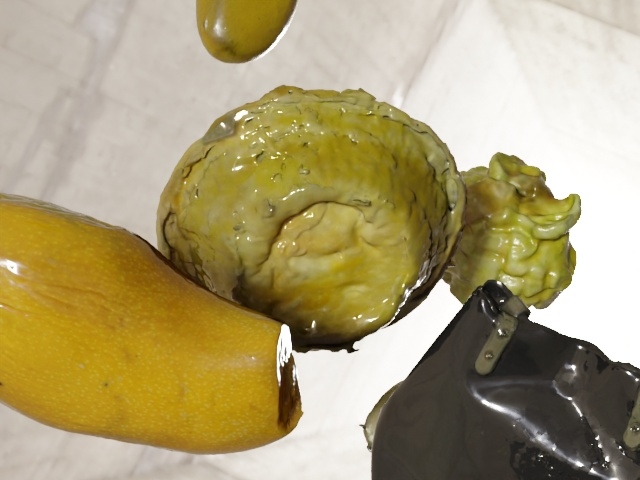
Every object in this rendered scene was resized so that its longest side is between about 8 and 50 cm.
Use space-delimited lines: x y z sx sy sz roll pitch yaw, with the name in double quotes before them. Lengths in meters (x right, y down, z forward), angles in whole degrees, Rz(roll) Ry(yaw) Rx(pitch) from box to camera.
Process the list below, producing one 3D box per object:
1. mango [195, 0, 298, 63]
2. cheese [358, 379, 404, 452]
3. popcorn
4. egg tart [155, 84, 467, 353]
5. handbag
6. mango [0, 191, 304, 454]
"mango" -0.095 -0.299 1.628 0.098 0.137 0.195 -14 44 51
"cheese" 0.121 0.226 1.617 0.123 0.094 0.167 -48 -18 2
"popcorn" 0.253 -0.014 1.804 0.181 0.235 0.217 -2 -38 -22
"egg tart" 0.000 0.000 1.422 0.132 0.345 0.345 -111 33 -59
"handbag" 0.234 0.204 1.382 0.152 0.342 0.288 -47 -20 -53
"mango" -0.181 0.075 1.070 0.187 0.359 0.144 -57 7 32
